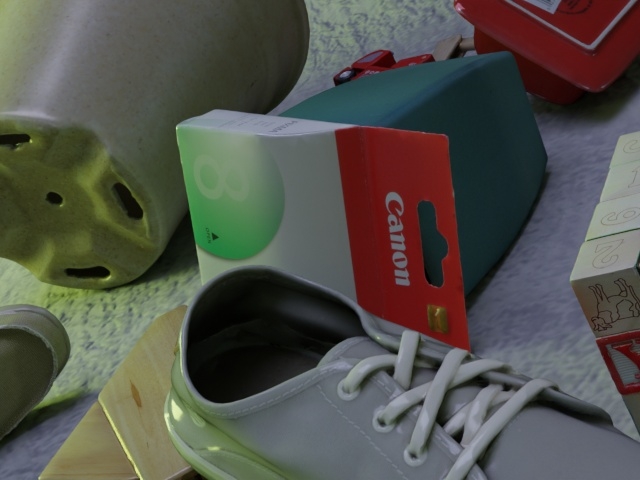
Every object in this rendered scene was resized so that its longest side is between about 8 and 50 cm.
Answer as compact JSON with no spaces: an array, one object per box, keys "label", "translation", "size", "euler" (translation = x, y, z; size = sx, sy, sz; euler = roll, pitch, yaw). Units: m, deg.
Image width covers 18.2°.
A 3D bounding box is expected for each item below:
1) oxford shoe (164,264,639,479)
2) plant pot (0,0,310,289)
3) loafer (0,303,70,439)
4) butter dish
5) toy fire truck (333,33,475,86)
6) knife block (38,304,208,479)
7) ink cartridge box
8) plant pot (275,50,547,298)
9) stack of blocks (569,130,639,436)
[{"label":"oxford shoe","translation":[0.074,0.126,1.192],"size":[0.449,0.130,0.169],"euler":[20,44,35]},{"label":"plant pot","translation":[-0.209,-0.134,1.922],"size":[0.333,0.334,0.305],"euler":[-12,38,31]},{"label":"loafer","translation":[-0.324,0.156,1.685],"size":[0.268,0.102,0.092],"euler":[-36,25,4]},{"label":"butter dish","translation":[0.207,-0.182,1.798],"size":[0.160,0.118,0.160],"euler":[33,52,12]},{"label":"toy fire truck","translation":[0.112,-0.168,1.936],"size":[0.135,0.047,0.192],"euler":[-37,25,-21]},{"label":"knife block","translation":[-0.059,0.157,1.399],"size":[0.242,0.088,0.276],"euler":[-3,34,31]},{"label":"ink cartridge box","translation":[0.000,0.000,1.504],"size":[0.224,0.181,0.056],"euler":[10,27,39]},{"label":"plant pot","translation":[0.074,-0.058,1.624],"size":[0.165,0.165,0.234],"euler":[-4,24,42]},{"label":"stack of blocks","translation":[0.258,0.003,1.286],"size":[0.087,0.171,0.297],"euler":[-14,27,28]}]
